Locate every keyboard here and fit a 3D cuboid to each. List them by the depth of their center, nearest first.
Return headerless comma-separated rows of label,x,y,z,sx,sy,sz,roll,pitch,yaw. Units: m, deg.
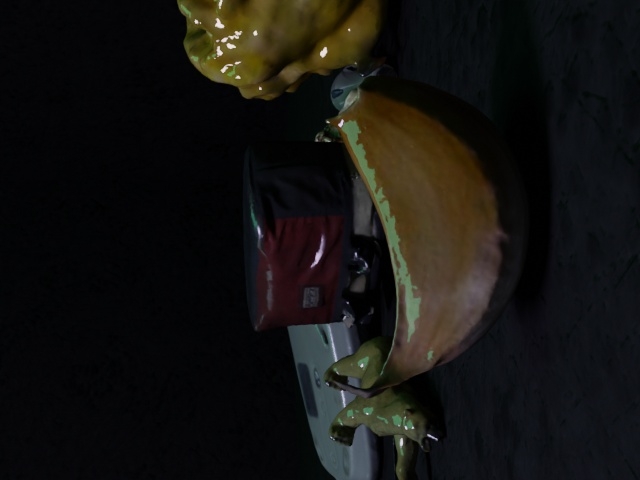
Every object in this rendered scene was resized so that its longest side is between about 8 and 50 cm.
keyboard,0.089,0.309,1.084,0.074,0.015,0.197,133,135,-77

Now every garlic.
garlic,0.084,-0.007,0.585,0.115,0.128,0.207,-14,77,40

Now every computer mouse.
computer mouse,0.030,0.183,1.273,0.197,0.095,0.331,180,79,-71

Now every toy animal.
toy animal,0.071,0.168,0.935,0.219,0.103,0.101,-93,27,-68

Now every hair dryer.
hair dryer,0.066,-0.135,1.115,0.167,0.067,0.199,130,128,-74

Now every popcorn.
popcorn,-0.023,-0.298,1.062,0.281,0.297,0.316,51,-158,13

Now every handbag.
handbag,0.000,0.000,1.074,0.254,0.181,0.181,94,169,-48

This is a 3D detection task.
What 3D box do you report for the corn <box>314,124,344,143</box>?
corn,0.020,-0.036,1.352,0.098,0.098,0.290,-103,17,-67
